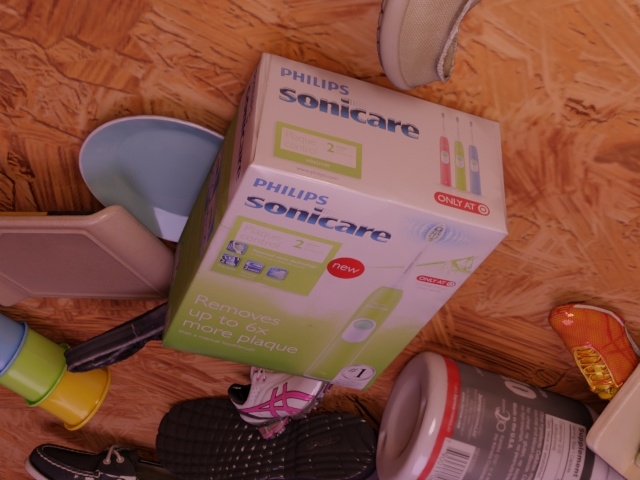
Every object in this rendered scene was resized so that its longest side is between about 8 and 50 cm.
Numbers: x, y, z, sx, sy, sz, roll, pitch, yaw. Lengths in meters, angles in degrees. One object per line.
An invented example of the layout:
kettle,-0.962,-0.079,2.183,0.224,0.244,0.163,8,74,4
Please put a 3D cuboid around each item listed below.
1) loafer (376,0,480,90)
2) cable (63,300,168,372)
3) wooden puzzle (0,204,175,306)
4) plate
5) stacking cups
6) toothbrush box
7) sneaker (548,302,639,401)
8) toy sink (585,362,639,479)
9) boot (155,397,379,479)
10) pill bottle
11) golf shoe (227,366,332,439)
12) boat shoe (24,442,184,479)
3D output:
loafer,0.097,-0.187,0.593,0.092,0.102,0.268,16,145,4
cable,-0.163,0.102,1.041,0.287,0.072,0.139,-26,172,18
wooden puzzle,-0.271,0.014,1.019,0.238,0.044,0.221,-4,157,15
plate,-0.130,-0.058,0.917,0.188,0.024,0.188,8,146,5
stacking cups,-0.408,0.116,1.210,0.316,0.096,0.096,39,138,-26
toothbrush box,0.000,0.000,0.846,0.206,0.122,0.283,15,141,-16
sneaker,0.290,0.120,1.007,0.064,0.067,0.175,-19,133,40
toy sink,0.410,0.224,1.000,0.234,0.153,0.131,41,176,-32
boot,-0.040,0.310,1.349,0.338,0.118,0.223,3,156,26
pill bottle,0.220,0.241,1.117,0.283,0.161,0.161,19,145,-11
golf shoe,-0.046,0.174,1.184,0.086,0.067,0.186,42,132,-8
boat shoe,-0.296,0.361,1.515,0.302,0.091,0.114,24,-172,-18
